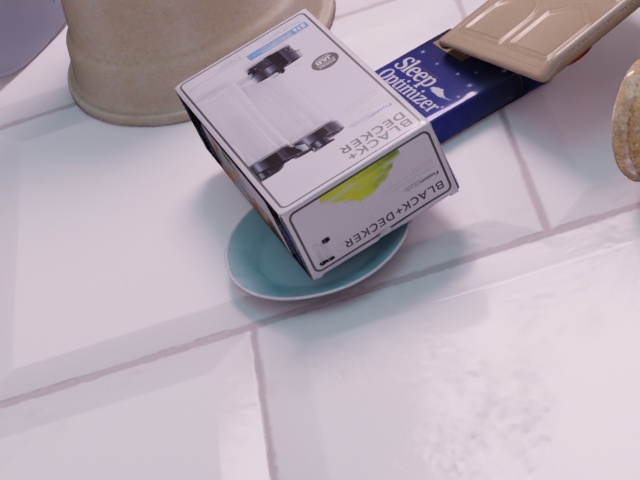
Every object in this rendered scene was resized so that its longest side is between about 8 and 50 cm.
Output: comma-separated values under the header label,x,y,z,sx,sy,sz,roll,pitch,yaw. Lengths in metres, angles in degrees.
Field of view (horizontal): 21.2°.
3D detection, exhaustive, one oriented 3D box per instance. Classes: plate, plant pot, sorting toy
label,x,y,z,sx,sy,sz,roll,pitch,yaw
plate,0.000,0.000,1.633,0.188,0.024,0.188,-13,38,11
plant pot,-0.185,-0.349,1.932,0.333,0.305,0.334,-14,37,10
sorting toy,0.286,-0.265,1.709,0.307,0.041,0.229,-39,26,-11

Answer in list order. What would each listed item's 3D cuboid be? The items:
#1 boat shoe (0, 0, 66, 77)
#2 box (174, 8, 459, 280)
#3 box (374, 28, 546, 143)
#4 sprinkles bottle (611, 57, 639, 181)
label,x,y,z,sx,sy,sz,roll,pitch,yaw
boat shoe,-0.408,-0.319,2.146,0.156,0.136,0.367,6,41,31
box,-0.009,-0.101,1.661,0.169,0.087,0.290,-31,38,-6
box,0.111,-0.150,1.762,0.225,0.036,0.136,-30,37,-14
sprinkles bottle,0.428,-0.084,1.449,0.355,0.121,0.121,12,47,36
